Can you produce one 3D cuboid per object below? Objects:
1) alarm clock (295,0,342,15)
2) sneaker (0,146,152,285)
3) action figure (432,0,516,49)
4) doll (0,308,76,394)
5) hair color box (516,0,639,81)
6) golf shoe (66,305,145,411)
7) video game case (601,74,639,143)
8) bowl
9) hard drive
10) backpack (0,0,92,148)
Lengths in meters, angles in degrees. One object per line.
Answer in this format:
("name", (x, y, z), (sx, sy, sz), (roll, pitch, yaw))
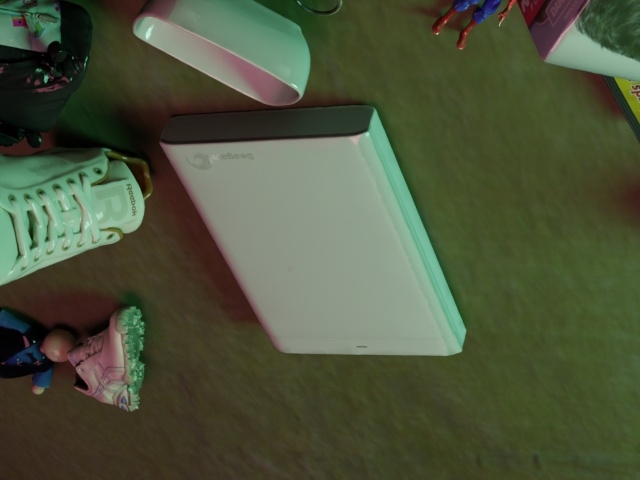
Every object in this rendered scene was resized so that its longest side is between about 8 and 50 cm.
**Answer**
("alarm clock", (-0.042, -0.234, 1.139), (0.129, 0.064, 0.192), (-12, 137, 33))
("sneaker", (-0.228, -0.034, 1.320), (0.123, 0.290, 0.106), (-3, 106, 15))
("action figure", (0.128, -0.186, 1.153), (0.038, 0.030, 0.115), (33, 139, -10))
("doll", (-0.354, 0.131, 1.736), (0.189, 0.046, 0.129), (-13, 124, 27))
("hair color box", (0.311, -0.172, 0.886), (0.374, 0.113, 0.185), (8, 136, -25))
("golf shoe", (-0.235, 0.128, 1.657), (0.086, 0.069, 0.176), (10, 142, -2))
("video game case", (0.296, -0.186, 1.076), (0.248, 0.035, 0.275), (-10, 135, 32))
("bowl", (-0.074, -0.162, 1.210), (0.142, 0.053, 0.142), (26, 176, -12))
("hard drive", (0.000, 0.000, 1.429), (0.203, 0.040, 0.307), (-1, 139, 24))
("backpack", (-0.295, -0.164, 1.273), (0.182, 0.115, 0.152), (13, 145, -21))
